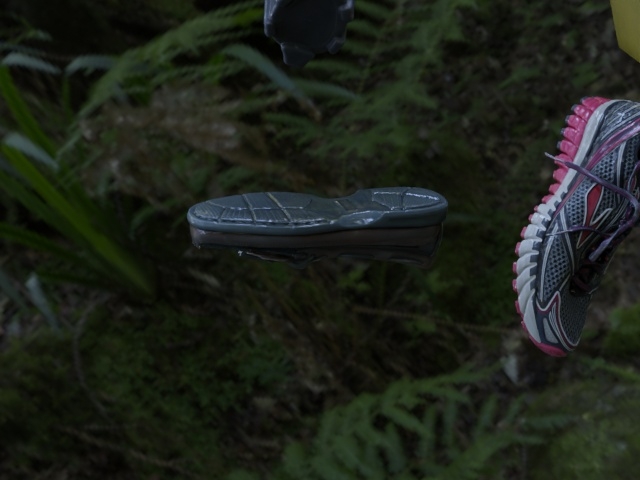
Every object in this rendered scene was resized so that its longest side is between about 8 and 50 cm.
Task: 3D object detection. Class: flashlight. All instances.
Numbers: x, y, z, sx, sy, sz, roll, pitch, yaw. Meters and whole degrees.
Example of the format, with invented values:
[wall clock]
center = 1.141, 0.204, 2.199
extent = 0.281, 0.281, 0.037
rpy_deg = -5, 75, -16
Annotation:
[flashlight]
center = -0.004, -0.306, 1.102
extent = 0.103, 0.103, 0.304
rpy_deg = -20, 44, 22

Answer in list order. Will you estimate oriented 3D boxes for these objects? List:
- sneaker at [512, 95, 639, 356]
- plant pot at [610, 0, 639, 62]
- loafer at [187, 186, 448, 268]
[sneaker]
center = 0.295, -0.018, 1.274
extent = 0.112, 0.121, 0.299
rpy_deg = 12, 78, 37
[plant pot]
center = 0.363, -0.242, 1.039
extent = 0.212, 0.187, 0.212
rpy_deg = 2, 23, -6
[loafer]
center = 0.000, 0.000, 1.194
extent = 0.267, 0.084, 0.096
rpy_deg = -4, 23, -13
